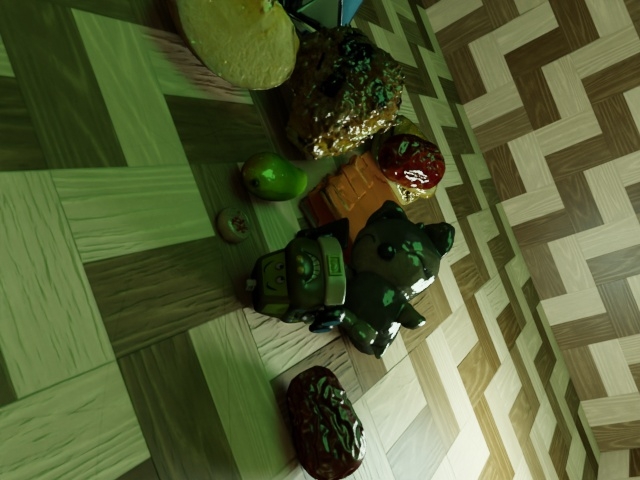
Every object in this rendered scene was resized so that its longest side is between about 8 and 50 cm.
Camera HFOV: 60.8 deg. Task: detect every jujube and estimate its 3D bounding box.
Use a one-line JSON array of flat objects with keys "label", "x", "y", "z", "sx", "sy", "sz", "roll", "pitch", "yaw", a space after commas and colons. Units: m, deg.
[{"label": "jujube", "x": 0.301, "y": -0.258, "z": 1.797, "sx": 0.250, "sy": 0.174, "sz": 0.174, "roll": 5, "pitch": 66, "yaw": -36}, {"label": "jujube", "x": 0.007, "y": 0.387, "z": 1.161, "sx": 0.155, "sy": 0.155, "sz": 0.230, "roll": -1, "pitch": 64, "yaw": -57}]

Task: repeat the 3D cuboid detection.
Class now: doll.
[{"label": "doll", "x": 0.158, "y": 0.096, "z": 1.402, "sx": 0.252, "sy": 0.378, "sz": 0.382, "roll": 32, "pitch": 76, "yaw": 2}]

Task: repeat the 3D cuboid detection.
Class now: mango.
[{"label": "mango", "x": -0.113, "y": -0.158, "z": 1.351, "sx": 0.233, "sy": 0.111, "sz": 0.125, "roll": -15, "pitch": 88, "yaw": -60}]

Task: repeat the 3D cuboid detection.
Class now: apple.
[{"label": "apple", "x": -0.200, "y": -0.532, "z": 1.325, "sx": 0.309, "sy": 0.252, "sz": 0.314, "roll": 55, "pitch": 32, "yaw": -43}]

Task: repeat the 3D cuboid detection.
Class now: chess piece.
[{"label": "chess piece", "x": -0.193, "y": -0.035, "z": 1.217, "sx": 0.083, "sy": 0.038, "sz": 0.084, "roll": 33, "pitch": 47, "yaw": -44}]

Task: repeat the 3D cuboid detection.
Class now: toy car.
[{"label": "toy car", "x": -0.063, "y": 0.094, "z": 1.185, "sx": 0.198, "sy": 0.248, "sz": 0.204, "roll": 0, "pitch": 69, "yaw": -16}]

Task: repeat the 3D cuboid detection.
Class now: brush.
[{"label": "brush", "x": -0.063, "y": -0.718, "z": 1.860, "sx": 0.178, "sy": 0.033, "sz": 0.030, "roll": 17, "pitch": 71, "yaw": -52}]

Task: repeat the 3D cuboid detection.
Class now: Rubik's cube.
[{"label": "Rubik's cube", "x": -0.034, "y": -0.824, "z": 1.612, "sx": 0.310, "sy": 0.305, "sz": 0.307, "roll": 44, "pitch": 22, "yaw": 24}]

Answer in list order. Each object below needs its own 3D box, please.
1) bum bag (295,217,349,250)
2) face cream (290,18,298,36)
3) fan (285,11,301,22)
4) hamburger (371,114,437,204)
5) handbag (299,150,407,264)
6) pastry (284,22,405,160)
[{"label": "bum bag", "x": 0.000, "y": 0.000, "z": 1.377, "sx": 0.026, "sy": 0.159, "sz": 0.109, "roll": 47, "pitch": 34, "yaw": -38}, {"label": "face cream", "x": -0.140, "y": -0.617, "z": 1.607, "sx": 0.149, "sy": 0.083, "sz": 0.264, "roll": 38, "pitch": 28, "yaw": -1}, {"label": "fan", "x": -0.165, "y": -0.719, "z": 1.655, "sx": 0.152, "sy": 0.008, "sz": 0.226, "roll": 42, "pitch": 24, "yaw": 28}, {"label": "hamburger", "x": 0.308, "y": -0.298, "z": 2.027, "sx": 0.284, "sy": 0.174, "sz": 0.305, "roll": 46, "pitch": 37, "yaw": -26}, {"label": "handbag", "x": 0.113, "y": -0.084, "z": 1.657, "sx": 0.304, "sy": 0.116, "sz": 0.410, "roll": 58, "pitch": 31, "yaw": -10}, {"label": "pastry", "x": 0.067, "y": -0.429, "z": 1.558, "sx": 0.292, "sy": 0.337, "sz": 0.405, "roll": 84, "pitch": 5, "yaw": -62}]
